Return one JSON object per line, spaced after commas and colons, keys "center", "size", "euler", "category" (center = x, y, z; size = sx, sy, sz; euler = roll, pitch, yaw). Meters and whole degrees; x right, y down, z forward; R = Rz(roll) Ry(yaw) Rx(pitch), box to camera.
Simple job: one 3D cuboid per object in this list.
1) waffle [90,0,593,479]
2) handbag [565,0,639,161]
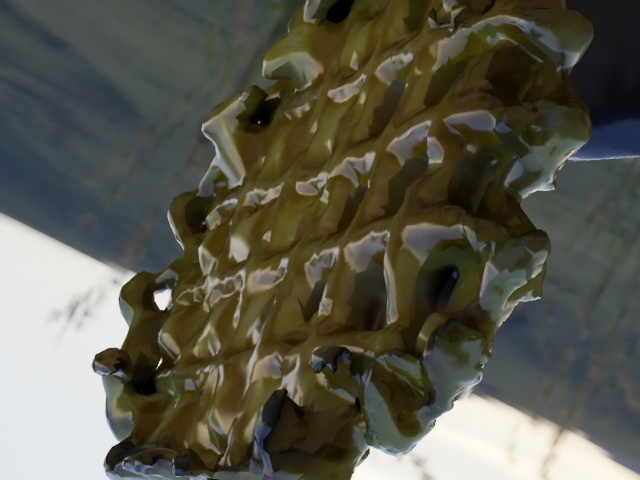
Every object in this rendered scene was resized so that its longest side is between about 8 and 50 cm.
{"center": [-0.003, -0.002, 0.729], "size": [0.060, 0.280, 0.262], "euler": [29, -155, -23], "category": "waffle"}
{"center": [0.152, -0.148, 0.912], "size": [0.211, 0.254, 0.088], "euler": [-9, 156, 42], "category": "handbag"}
